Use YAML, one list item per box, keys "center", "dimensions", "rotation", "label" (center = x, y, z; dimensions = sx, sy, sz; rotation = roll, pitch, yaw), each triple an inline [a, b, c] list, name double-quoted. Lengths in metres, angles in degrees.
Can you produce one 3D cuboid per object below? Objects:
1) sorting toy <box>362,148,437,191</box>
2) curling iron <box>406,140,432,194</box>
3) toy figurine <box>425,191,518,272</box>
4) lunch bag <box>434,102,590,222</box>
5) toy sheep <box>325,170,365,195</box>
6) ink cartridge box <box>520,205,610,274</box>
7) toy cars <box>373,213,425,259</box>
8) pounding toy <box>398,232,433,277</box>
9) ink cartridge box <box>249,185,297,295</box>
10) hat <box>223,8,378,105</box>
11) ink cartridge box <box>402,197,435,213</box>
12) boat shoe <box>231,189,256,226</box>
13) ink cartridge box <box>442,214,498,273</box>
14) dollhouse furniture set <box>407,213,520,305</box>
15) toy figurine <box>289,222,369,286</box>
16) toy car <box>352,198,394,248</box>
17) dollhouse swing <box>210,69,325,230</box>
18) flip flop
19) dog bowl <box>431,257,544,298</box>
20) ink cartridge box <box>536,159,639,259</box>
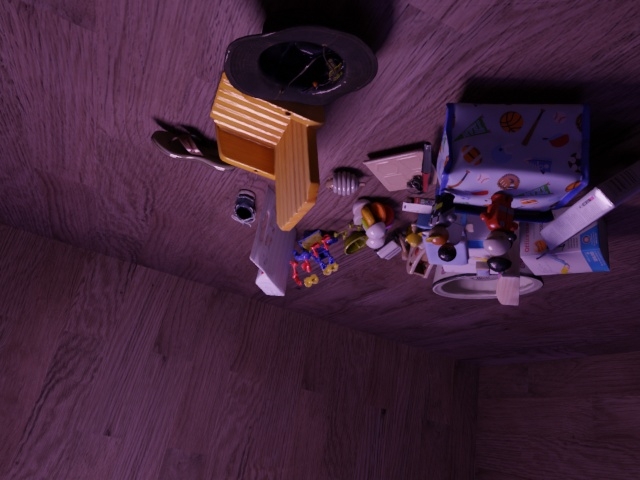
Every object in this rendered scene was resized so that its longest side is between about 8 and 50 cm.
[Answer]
- center: [0.262, -0.221, 1.473]
  dimensions: [0.193, 0.038, 0.208]
  rotation: [-6, 155, 35]
  label: "sorting toy"
- center: [0.299, -0.204, 1.393]
  dimensions: [0.068, 0.035, 0.274]
  rotation: [6, 160, 6]
  label: "curling iron"
- center: [0.377, -0.016, 1.174]
  dimensions: [0.210, 0.148, 0.213]
  rotation: [6, 164, 23]
  label: "toy figurine"
- center: [0.471, -0.178, 1.238]
  dimensions: [0.328, 0.238, 0.385]
  rotation: [7, 171, 11]
  label: "lunch bag"
- center: [0.082, -0.189, 1.564]
  dimensions: [0.132, 0.091, 0.091]
  rotation: [-4, 155, 2]
  label: "toy sheep"
- center: [0.797, 0.002, 1.551]
  dimensions: [0.233, 0.171, 0.168]
  rotation: [-9, 149, 38]
  label: "ink cartridge box"
- center: [0.312, 0.006, 1.738]
  dimensions: [0.087, 0.176, 0.394]
  rotation: [50, 155, -2]
  label: "toy cars"
- center: [0.378, 0.051, 1.875]
  dimensions: [0.155, 0.154, 0.269]
  rotation: [15, 156, -9]
  label: "pounding toy"
- center: [-0.207, 0.011, 1.861]
  dimensions: [0.091, 0.308, 0.385]
  rotation: [2, 155, 17]
  label: "ink cartridge box"
- center: [-0.042, -0.422, 1.032]
  dimensions: [0.332, 0.133, 0.331]
  rotation: [-2, 170, 0]
  label: "hat"
- center: [0.347, -0.123, 1.654]
  dimensions: [0.115, 0.029, 0.063]
  rotation: [9, 157, 9]
  label: "ink cartridge box"
- center: [-0.306, -0.114, 1.910]
  dimensions: [0.095, 0.079, 0.254]
  rotation: [16, 156, -10]
  label: "boat shoe"
- center: [0.502, -0.029, 1.584]
  dimensions: [0.197, 0.198, 0.270]
  rotation: [0, 153, 23]
  label: "ink cartridge box"
- center: [0.419, 0.085, 1.386]
  dimensions: [0.304, 0.198, 0.286]
  rotation: [1, 142, 22]
  label: "dollhouse furniture set"
- center: [0.000, 0.000, 1.977]
  dimensions: [0.363, 0.217, 0.191]
  rotation: [-33, 134, -6]
  label: "toy figurine"
- center: [0.205, -0.074, 1.724]
  dimensions: [0.136, 0.159, 0.182]
  rotation: [-26, 154, -6]
  label: "toy car"
- center: [-0.167, -0.237, 1.293]
  dimensions: [0.315, 0.304, 0.347]
  rotation: [19, 156, -16]
  label: "dollhouse swing"
- center: [-0.399, -0.300, 1.522]
  dimensions: [0.277, 0.112, 0.080]
  rotation: [19, 130, -11]
  label: "flip flop"
- center: [0.639, 0.116, 1.841]
  dimensions: [0.409, 0.150, 0.408]
  rotation: [1, 162, 0]
  label: "dog bowl"
- center: [0.740, -0.104, 1.231]
  dimensions: [0.324, 0.071, 0.330]
  rotation: [-28, 164, -18]
  label: "ink cartridge box"
